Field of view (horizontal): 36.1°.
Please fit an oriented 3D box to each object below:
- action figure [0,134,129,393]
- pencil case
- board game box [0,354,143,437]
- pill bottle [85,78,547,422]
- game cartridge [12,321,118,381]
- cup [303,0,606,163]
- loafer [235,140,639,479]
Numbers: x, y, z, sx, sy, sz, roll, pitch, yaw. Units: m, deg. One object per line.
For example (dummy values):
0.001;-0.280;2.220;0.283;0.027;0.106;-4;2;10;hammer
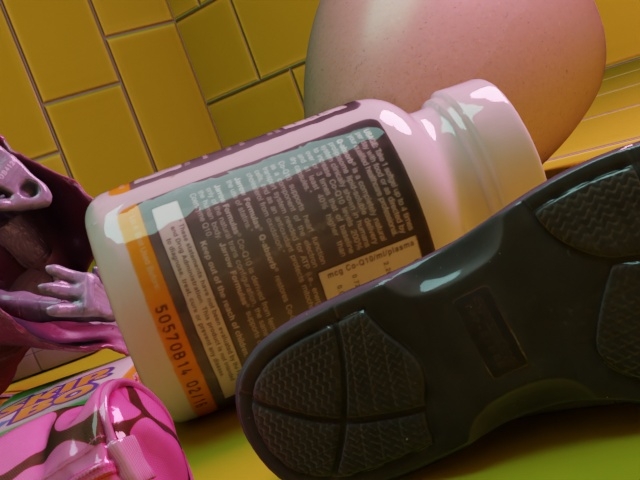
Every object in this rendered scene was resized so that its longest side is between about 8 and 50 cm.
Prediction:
-0.307;0.062;0.933;0.276;0.248;0.370;12;-37;-27;action figure
-0.162;0.128;0.429;0.209;0.095;0.098;-21;-24;-2;pencil case
-0.199;0.137;0.700;0.124;0.039;0.259;-19;5;6;board game box
0.000;0.000;0.654;0.278;0.162;0.162;-20;7;-7;pill bottle
-0.363;0.125;1.165;0.297;0.062;0.198;-18;3;18;game cartridge
0.111;-0.151;1.054;0.331;0.331;0.237;-13;35;44;cup
0.107;0.024;0.423;0.302;0.109;0.095;-21;2;20;loafer
